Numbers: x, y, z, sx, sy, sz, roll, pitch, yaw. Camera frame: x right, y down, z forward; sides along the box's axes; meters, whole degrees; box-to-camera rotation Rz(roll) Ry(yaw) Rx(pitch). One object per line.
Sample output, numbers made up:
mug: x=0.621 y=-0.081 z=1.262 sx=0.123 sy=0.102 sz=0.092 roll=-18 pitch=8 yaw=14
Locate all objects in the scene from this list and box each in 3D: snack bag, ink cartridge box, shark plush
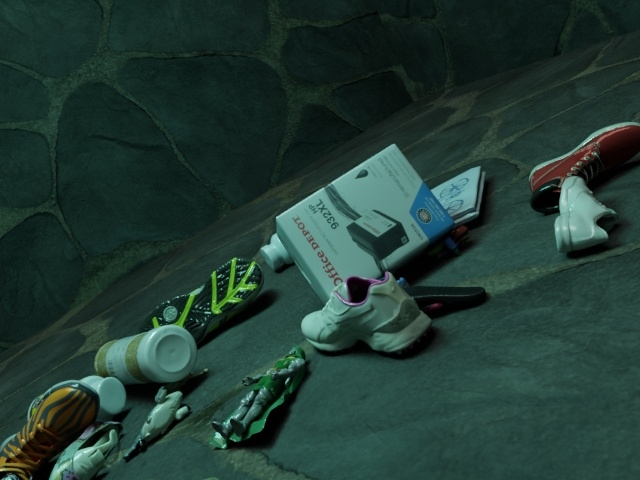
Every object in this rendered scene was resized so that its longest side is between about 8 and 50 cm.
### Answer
snack bag: x=0.254 y=-0.057 z=1.524 sx=0.342 sy=0.037 sz=0.323 roll=-27 pitch=14 yaw=26
ink cartridge box: x=0.089 y=-0.024 z=1.284 sx=0.307 sy=0.223 sz=0.129 roll=-33 pitch=-11 yaw=-10
shark plush: x=-0.317 y=0.364 z=1.178 sx=0.067 sy=0.073 sz=0.161 roll=-41 pitch=20 yaw=54

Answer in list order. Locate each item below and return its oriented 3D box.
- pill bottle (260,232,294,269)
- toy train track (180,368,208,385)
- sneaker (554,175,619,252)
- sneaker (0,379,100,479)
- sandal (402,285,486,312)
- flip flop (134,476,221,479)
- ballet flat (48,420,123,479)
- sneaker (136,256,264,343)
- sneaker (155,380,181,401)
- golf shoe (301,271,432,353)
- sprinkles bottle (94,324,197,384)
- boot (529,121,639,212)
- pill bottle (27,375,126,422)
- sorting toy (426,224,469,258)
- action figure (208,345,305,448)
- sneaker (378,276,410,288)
pill bottle: x=-0.084 y=0.007 z=1.805 sx=0.184 sy=0.103 sz=0.103 roll=-34 pitch=15 yaw=-17
toy train track: x=-0.289 y=0.302 z=1.354 sx=0.083 sy=0.014 sz=0.048 roll=-22 pitch=16 yaw=21
sneaker: x=0.468 y=-0.047 z=1.050 sx=0.094 sy=0.080 sz=0.212 roll=-6 pitch=31 yaw=30
sneaker: x=-0.570 y=0.430 z=1.209 sx=0.321 sy=0.124 sz=0.180 roll=-47 pitch=16 yaw=18
sandal: x=0.200 y=0.107 z=1.059 sx=0.179 sy=0.040 sz=0.067 roll=-2 pitch=14 yaw=27
flip flop: x=-0.266 y=0.390 z=0.873 sx=0.277 sy=0.080 sz=0.112 roll=-23 pitch=15 yaw=19
ballet flat: x=-0.440 y=0.410 z=1.156 sx=0.079 sy=0.077 sz=0.221 roll=-22 pitch=11 yaw=8
sneaker: x=-0.304 y=0.194 z=1.591 sx=0.384 sy=0.145 sz=0.147 roll=-31 pitch=-16 yaw=2
sneaker: x=-0.336 y=0.334 z=1.309 sx=0.037 sy=0.032 sz=0.083 roll=-28 pitch=3 yaw=25
golf shoe: x=0.058 y=0.122 z=1.078 sx=0.306 sy=0.140 sz=0.115 roll=-13 pitch=22 yaw=50
sprinkles bottle: x=-0.416 y=0.275 z=1.402 sx=0.121 sy=0.121 sz=0.355 roll=-40 pitch=13 yaw=-38
boot: x=0.534 y=-0.138 z=1.196 sx=0.244 sy=0.088 sz=0.176 roll=-30 pitch=12 yaw=29
pill bottle: x=-0.548 y=0.379 z=1.365 sx=0.215 sy=0.117 sz=0.117 roll=-22 pitch=16 yaw=22
sorting toy: x=0.275 y=0.012 z=1.264 sx=0.102 sy=0.042 sz=0.061 roll=-39 pitch=-3 yaw=8
action figure: x=-0.092 y=0.258 z=1.053 sx=0.137 sy=0.063 sz=0.232 roll=-21 pitch=12 yaw=37
sneaker: x=0.125 y=0.099 z=1.190 sx=0.135 sy=0.058 sz=0.052 roll=-16 pitch=19 yaw=42
